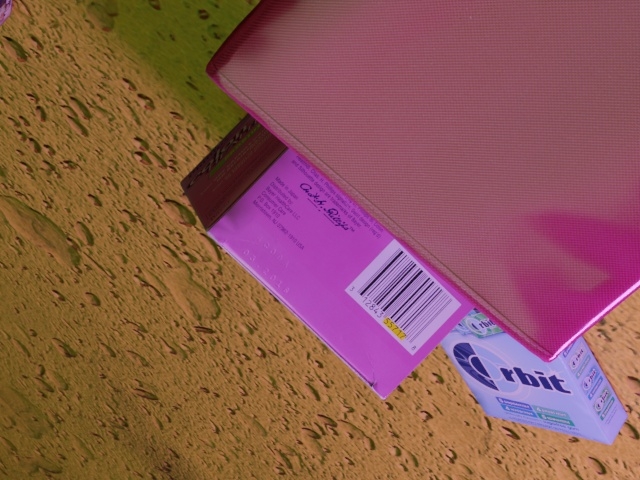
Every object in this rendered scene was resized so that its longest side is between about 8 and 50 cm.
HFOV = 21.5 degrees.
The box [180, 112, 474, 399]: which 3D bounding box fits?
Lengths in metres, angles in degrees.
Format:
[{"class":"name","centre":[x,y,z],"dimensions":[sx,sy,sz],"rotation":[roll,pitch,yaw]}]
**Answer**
[{"class":"box","centre":[0.000,0.000,1.488],"dimensions":[0.213,0.117,0.243],"rotation":[44,180,-15]}]

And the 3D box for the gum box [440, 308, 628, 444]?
[{"class":"gum box","centre":[0.194,0.113,1.632],"dimensions":[0.157,0.041,0.184],"rotation":[9,144,45]}]

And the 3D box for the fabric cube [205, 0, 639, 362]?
[{"class":"fabric cube","centre":[0.142,-0.146,0.924],"dimensions":[0.254,0.259,0.258],"rotation":[40,128,-6]}]

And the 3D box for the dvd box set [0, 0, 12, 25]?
[{"class":"dvd box set","centre":[-0.408,-0.378,1.536],"dimensions":[0.307,0.062,0.420],"rotation":[36,154,2]}]
